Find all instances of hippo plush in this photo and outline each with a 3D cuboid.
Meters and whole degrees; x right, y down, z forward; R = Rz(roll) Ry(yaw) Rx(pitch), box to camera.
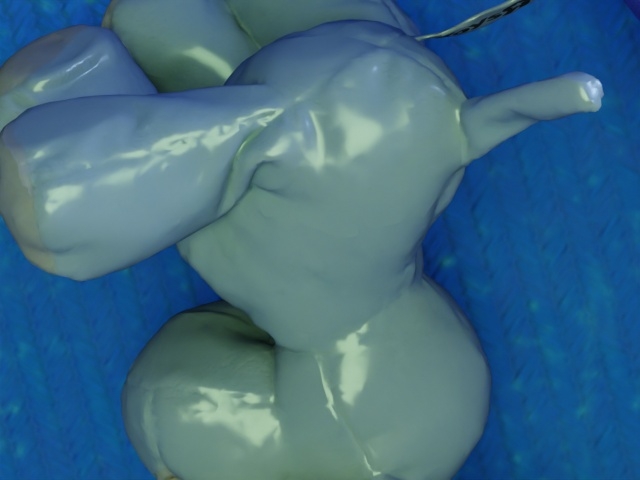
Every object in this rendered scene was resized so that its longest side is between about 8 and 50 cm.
[{"bbox_3d":[0.000,0.000,0.893,0.294,0.234,0.236,-8,120,11],"label":"hippo plush"}]

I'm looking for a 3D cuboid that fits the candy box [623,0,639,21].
[{"bbox_3d":[0.307,-0.140,0.772,0.317,0.122,0.268,-30,64,-10],"label":"candy box"}]
